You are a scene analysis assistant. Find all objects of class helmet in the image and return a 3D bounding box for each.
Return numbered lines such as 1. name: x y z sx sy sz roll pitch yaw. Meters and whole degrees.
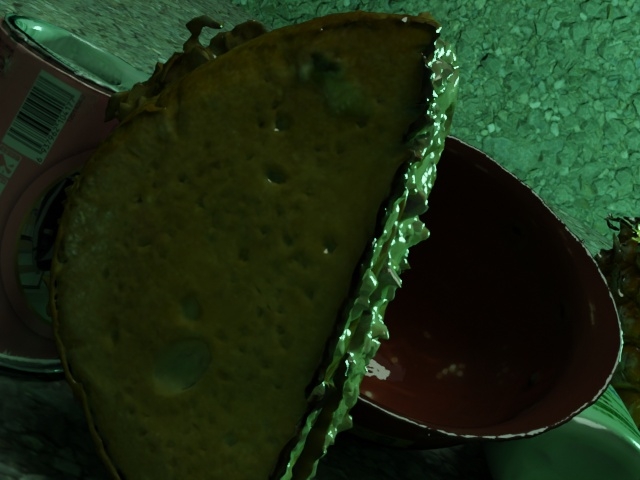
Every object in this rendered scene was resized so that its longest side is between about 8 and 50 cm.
1. helmet: 0.089 0.087 1.404 0.385 0.230 0.337 25 54 -2

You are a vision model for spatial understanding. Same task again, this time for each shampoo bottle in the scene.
1. shampoo bottle: 0.269 0.210 1.553 0.222 0.151 0.349 32 13 -10

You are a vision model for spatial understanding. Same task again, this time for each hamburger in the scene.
1. hamburger: -0.069 0.004 1.066 0.287 0.445 0.268 24 9 10

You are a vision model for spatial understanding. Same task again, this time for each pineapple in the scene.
1. pineapple: 0.478 0.150 1.862 0.352 0.300 0.352 29 16 -9

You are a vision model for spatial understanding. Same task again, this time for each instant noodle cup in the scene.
1. instant noodle cup: -0.257 -0.051 1.184 0.244 0.255 0.244 28 12 -7
